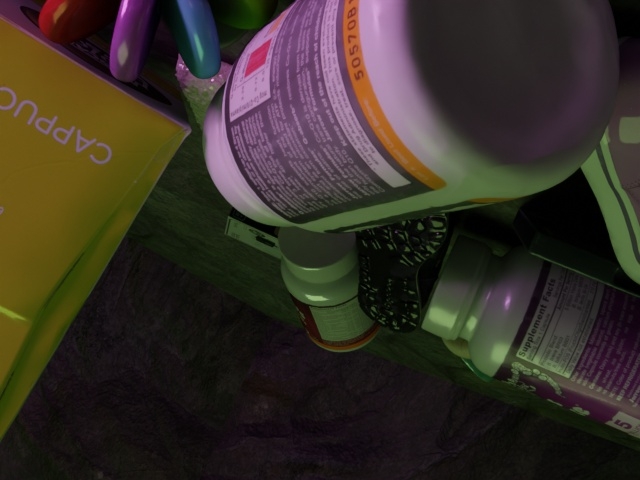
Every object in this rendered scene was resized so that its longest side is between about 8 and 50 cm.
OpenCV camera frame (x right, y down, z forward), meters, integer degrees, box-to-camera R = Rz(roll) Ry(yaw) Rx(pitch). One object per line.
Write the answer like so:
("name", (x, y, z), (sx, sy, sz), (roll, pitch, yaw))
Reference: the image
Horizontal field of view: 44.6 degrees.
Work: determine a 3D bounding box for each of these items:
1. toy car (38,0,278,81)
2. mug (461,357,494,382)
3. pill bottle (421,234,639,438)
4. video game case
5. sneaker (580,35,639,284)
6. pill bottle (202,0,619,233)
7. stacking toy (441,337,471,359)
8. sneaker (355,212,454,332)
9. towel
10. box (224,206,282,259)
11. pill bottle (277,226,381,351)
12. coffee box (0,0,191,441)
("toy car", (-0.123, -0.177, 0.533), (0.182, 0.136, 0.159), (26, 168, -8))
("mug", (0.269, 0.150, 1.248), (0.129, 0.097, 0.158), (52, -165, 8))
("pill bottle", (0.281, 0.104, 0.921), (0.301, 0.169, 0.169), (22, 169, 10))
("video game case", (0.320, 0.040, 0.737), (0.274, 0.026, 0.196), (22, -169, 6))
("sneaker", (0.279, -0.026, 0.512), (0.161, 0.102, 0.282), (10, 163, 40))
("pill bottle", (0.032, -0.089, 0.502), (0.162, 0.162, 0.278), (29, 162, -23))
("stacking toy", (0.329, 0.151, 1.154), (0.330, 0.141, 0.141), (27, 169, -33))
("sneaker", (0.106, -0.022, 0.907), (0.107, 0.124, 0.283), (25, 144, 15))
("towel", (-0.058, -0.117, 0.908), (0.187, 0.049, 0.282), (21, 168, 9))
("box", (0.000, 0.000, 1.224), (0.290, 0.087, 0.169), (25, 169, -3))
("pill bottle", (0.015, 0.051, 1.034), (0.121, 0.121, 0.221), (19, 153, 23))
("coffee box", (-0.345, -0.070, 0.688), (0.337, 0.338, 0.334), (31, -172, -18))
